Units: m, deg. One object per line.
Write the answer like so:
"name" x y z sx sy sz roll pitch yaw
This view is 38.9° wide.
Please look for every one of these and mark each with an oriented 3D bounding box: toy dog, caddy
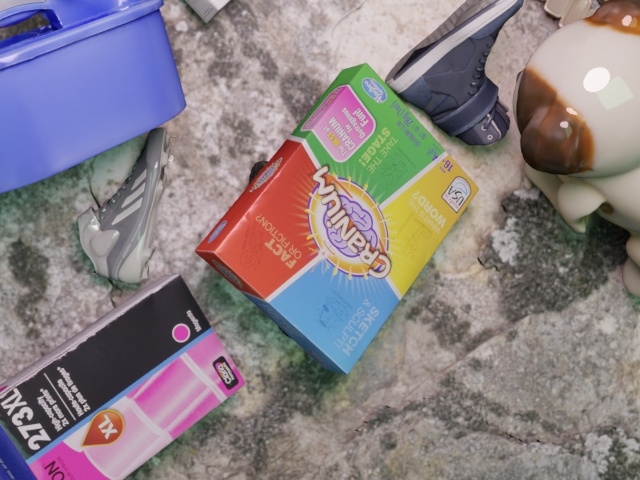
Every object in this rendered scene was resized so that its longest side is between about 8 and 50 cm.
"toy dog" 0.405 -0.103 1.121 0.408 0.395 0.284 34 99 -21
"caddy" -0.319 -0.183 1.010 0.341 0.241 0.179 -33 116 -36

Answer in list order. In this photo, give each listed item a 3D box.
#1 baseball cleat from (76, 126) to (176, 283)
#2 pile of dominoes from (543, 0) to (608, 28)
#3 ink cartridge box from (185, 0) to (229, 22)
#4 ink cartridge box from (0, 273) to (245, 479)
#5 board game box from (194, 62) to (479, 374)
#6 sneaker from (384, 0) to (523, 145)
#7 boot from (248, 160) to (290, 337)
"baseball cleat" -0.251 -0.049 1.154 0.110 0.072 0.205 10 91 -5
"pile of dominoes" 0.351 -0.406 1.256 0.196 0.040 0.251 -43 94 -3
"ink cartridge box" -0.150 -0.358 1.130 0.135 0.056 0.099 47 67 -12
"ink cartridge box" -0.283 0.211 1.118 0.371 0.069 0.175 -35 103 -26
"board game box" 0.031 -0.028 1.155 0.242 0.064 0.316 44 71 -21
"sneaker" 0.213 -0.218 1.167 0.163 0.226 0.086 41 49 -13
"boot" 0.000 0.000 1.217 0.161 0.083 0.246 -16 100 -21
